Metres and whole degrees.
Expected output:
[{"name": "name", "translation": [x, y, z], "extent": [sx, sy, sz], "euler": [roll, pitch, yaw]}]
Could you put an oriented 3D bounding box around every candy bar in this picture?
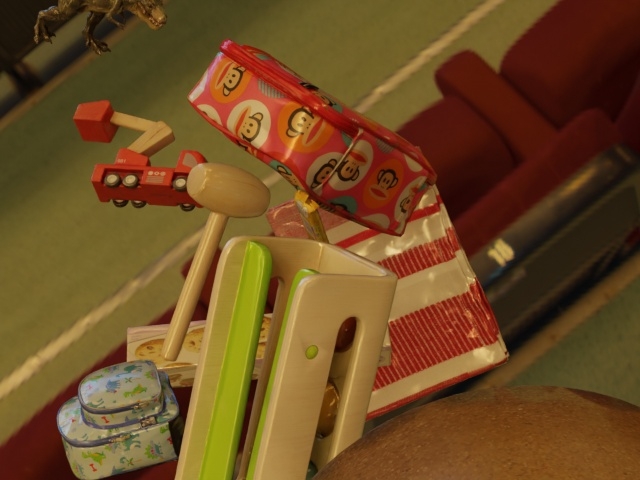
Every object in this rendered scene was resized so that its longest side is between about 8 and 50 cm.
[{"name": "candy bar", "translation": [0.000, 0.000, 1.305], "extent": [0.018, 0.161, 0.040], "euler": [-36, 53, -12]}]

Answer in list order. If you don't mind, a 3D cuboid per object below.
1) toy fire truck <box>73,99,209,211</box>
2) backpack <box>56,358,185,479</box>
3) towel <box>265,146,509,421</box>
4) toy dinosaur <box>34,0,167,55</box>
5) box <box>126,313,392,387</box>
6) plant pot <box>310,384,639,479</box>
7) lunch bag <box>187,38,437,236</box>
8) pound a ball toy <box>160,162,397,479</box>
[{"name": "toy fire truck", "translation": [-0.220, -0.106, 1.417], "extent": [0.192, 0.047, 0.135], "euler": [3, 55, 11]}, {"name": "backpack", "translation": [-0.193, 0.170, 1.100], "extent": [0.114, 0.084, 0.105], "euler": [-18, 26, -9]}, {"name": "towel", "translation": [0.093, 0.062, 1.589], "extent": [0.237, 0.037, 0.329], "euler": [-24, 90, 10]}, {"name": "toy dinosaur", "translation": [-0.337, -0.322, 1.581], "extent": [0.268, 0.118, 0.064], "euler": [19, 32, 2]}, {"name": "box", "translation": [-0.076, 0.131, 1.413], "extent": [0.324, 0.063, 0.067], "euler": [-5, 60, 0]}, {"name": "plant pot", "translation": [0.091, 0.190, 0.344], "extent": [0.237, 0.254, 0.237], "euler": [-1, 97, -5]}, {"name": "lunch bag", "translation": [-0.018, -0.128, 1.403], "extent": [0.258, 0.293, 0.120], "euler": [35, 96, 36]}, {"name": "pound a ball toy", "translation": [-0.040, 0.109, 1.008], "extent": [0.208, 0.136, 0.319], "euler": [25, 106, 51]}]
